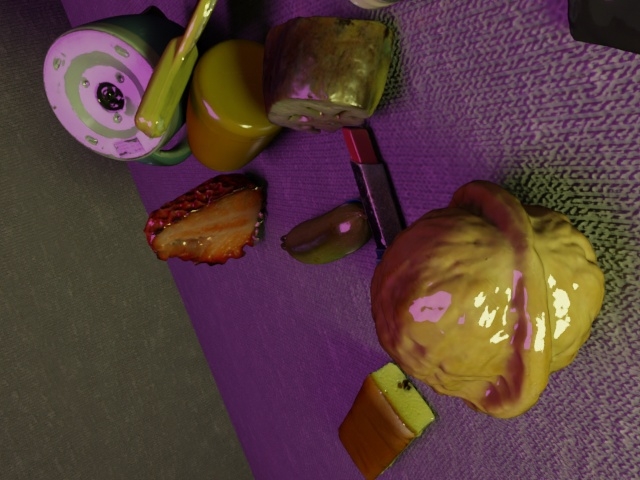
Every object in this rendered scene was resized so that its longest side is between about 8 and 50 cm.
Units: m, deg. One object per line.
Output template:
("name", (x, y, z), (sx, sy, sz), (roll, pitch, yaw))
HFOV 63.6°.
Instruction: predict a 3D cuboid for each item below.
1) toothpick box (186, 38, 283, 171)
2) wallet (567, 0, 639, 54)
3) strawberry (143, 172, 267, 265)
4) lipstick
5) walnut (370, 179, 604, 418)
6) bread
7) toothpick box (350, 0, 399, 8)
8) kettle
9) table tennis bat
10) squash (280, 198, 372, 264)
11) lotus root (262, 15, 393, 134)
("toothpick box", (-0.164, -0.231, 0.962), (0.175, 0.175, 0.271), (64, 156, 1))
("wallet", (0.299, -0.171, 0.333), (0.285, 0.030, 0.146), (41, 148, 41))
("strawberry", (-0.272, -0.049, 1.216), (0.150, 0.280, 0.253), (52, 161, 28))
("lipstick", (0.099, -0.031, 0.795), (0.051, 0.051, 0.312), (3, 114, 62))
("walnut", (0.169, 0.061, 0.548), (0.257, 0.225, 0.256), (176, 90, -85))
("bread", (0.124, 0.395, 1.089), (0.138, 0.077, 0.361), (50, 150, 25))
("toothpick box", (0.093, -0.295, 0.519), (0.149, 0.098, 0.098), (23, 132, 55))
("kettle", (-0.349, -0.313, 1.086), (0.247, 0.342, 0.319), (-3, 121, 14))
("table tennis bat", (-0.215, -0.336, 0.845), (0.054, 0.368, 0.224), (25, 168, -24))
("squash", (0.000, 0.000, 0.961), (0.341, 0.095, 0.094), (-19, 96, 61))
("lotus root", (-0.009, -0.227, 0.721), (0.235, 0.138, 0.118), (-173, 91, -66))
